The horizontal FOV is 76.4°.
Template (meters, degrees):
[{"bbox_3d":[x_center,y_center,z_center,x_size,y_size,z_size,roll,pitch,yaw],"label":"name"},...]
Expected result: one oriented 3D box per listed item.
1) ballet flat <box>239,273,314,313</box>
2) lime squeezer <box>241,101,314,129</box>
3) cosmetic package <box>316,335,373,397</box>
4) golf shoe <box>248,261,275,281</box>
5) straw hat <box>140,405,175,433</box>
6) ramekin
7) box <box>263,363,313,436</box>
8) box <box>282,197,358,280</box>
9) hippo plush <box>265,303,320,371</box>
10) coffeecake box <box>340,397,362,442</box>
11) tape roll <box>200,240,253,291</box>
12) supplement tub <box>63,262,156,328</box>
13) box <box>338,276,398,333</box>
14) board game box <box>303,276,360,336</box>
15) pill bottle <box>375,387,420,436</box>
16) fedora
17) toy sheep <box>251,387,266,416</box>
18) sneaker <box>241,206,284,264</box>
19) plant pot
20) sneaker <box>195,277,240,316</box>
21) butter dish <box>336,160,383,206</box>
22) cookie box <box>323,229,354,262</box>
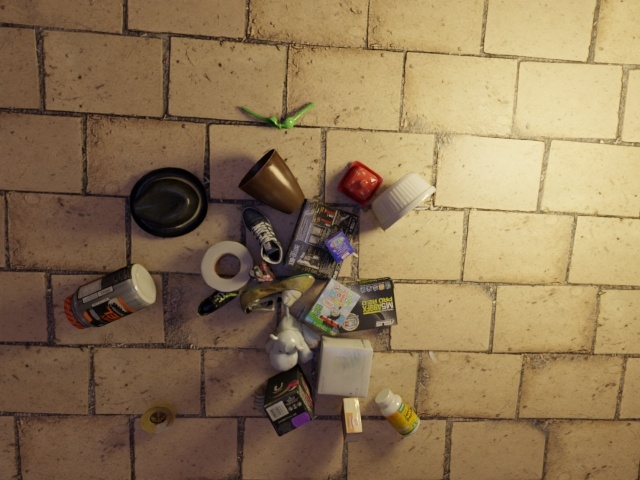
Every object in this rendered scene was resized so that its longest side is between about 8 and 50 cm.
[{"bbox_3d":[-0.184,0.243,1.750,0.348,0.123,0.123,-16,98,11],"label":"ballet flat"},{"bbox_3d":[-0.176,-0.523,1.712,0.310,0.059,0.110,-4,98,-2],"label":"lime squeezer"},{"bbox_3d":[0.103,0.562,1.822,0.225,0.138,0.224,6,96,-3],"label":"cosmetic package"},{"bbox_3d":[-0.248,0.142,1.735,0.086,0.186,0.067,-26,69,2],"label":"golf shoe"},{"bbox_3d":[-0.734,0.795,1.841,0.144,0.061,0.144,-4,103,-19],"label":"straw hat"},{"bbox_3d":[0.331,-0.169,1.688,0.273,0.273,0.127,-39,85,2],"label":"ramekin"},{"bbox_3d":[-0.135,0.677,1.753,0.165,0.270,0.143,-27,98,0],"label":"box"},{"bbox_3d":[0.000,0.000,1.758,0.242,0.076,0.307,17,96,-14],"label":"box"},{"bbox_3d":[-0.110,0.439,1.743,0.234,0.236,0.294,18,96,-5],"label":"hippo plush"},{"bbox_3d":[0.134,0.799,1.804,0.068,0.142,0.185,-2,142,-4],"label":"coffeecake box"},{"bbox_3d":[-0.394,0.114,1.736,0.219,0.072,0.219,1,76,-6],"label":"tape roll"},{"bbox_3d":[-0.875,0.238,1.698,0.316,0.193,0.193,-23,98,1],"label":"supplement tub"},{"bbox_3d":[0.200,0.290,1.831,0.270,0.060,0.216,-8,97,-2],"label":"box"},{"bbox_3d":[0.049,0.287,1.759,0.160,0.039,0.211,32,92,-16],"label":"board game box"},{"bbox_3d":[0.350,0.786,1.871,0.117,0.117,0.208,-41,97,2],"label":"pill bottle"},{"bbox_3d":[-0.644,-0.154,1.683,0.334,0.152,0.334,0,97,-3],"label":"fedora"},{"bbox_3d":[-0.264,0.735,1.849,0.091,0.091,0.132,-6,92,-2],"label":"toy sheep"},{"bbox_3d":[-0.241,-0.018,1.721,0.099,0.153,0.282,-32,98,1],"label":"sneaker"},{"bbox_3d":[-0.183,-0.221,1.690,0.215,0.215,0.230,-46,112,3],"label":"plant pot"},{"bbox_3d":[-0.440,0.258,1.772,0.235,0.097,0.084,-40,98,2],"label":"sneaker"},{"bbox_3d":[0.175,-0.243,1.735,0.160,0.118,0.160,33,93,-6],"label":"butter dish"},{"bbox_3d":[0.077,0.026,1.717,0.092,0.040,0.107,-34,106,-6],"label":"cookie box"}]
